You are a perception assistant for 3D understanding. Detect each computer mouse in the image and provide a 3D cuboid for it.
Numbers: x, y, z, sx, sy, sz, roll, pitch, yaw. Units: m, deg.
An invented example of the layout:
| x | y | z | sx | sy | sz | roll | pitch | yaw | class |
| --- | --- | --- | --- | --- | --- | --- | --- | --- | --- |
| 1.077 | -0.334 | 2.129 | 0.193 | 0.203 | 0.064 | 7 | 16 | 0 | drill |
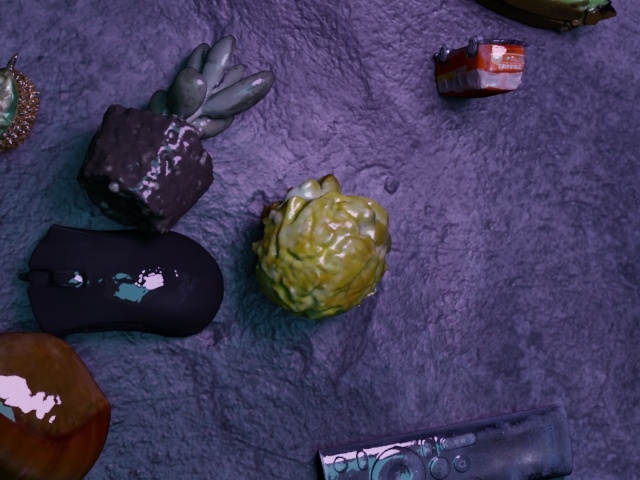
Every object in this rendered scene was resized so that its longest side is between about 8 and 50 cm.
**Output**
| x | y | z | sx | sy | sz | roll | pitch | yaw | class |
| --- | --- | --- | --- | --- | --- | --- | --- | --- | --- |
| -0.250 | 0.052 | 1.213 | 0.264 | 0.088 | 0.147 | 0 | 84 | -13 | computer mouse |

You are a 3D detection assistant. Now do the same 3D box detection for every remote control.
| x | y | z | sx | sy | sz | roll | pitch | yaw | class |
| --- | --- | --- | --- | --- | --- | --- | --- | --- | --- |
| 0.181 | 0.314 | 1.340 | 0.377 | 0.044 | 0.107 | -7 | 85 | -17 | remote control |

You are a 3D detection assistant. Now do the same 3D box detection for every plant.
| x | y | z | sx | sy | sz | roll | pitch | yaw | class |
| --- | --- | --- | --- | --- | --- | --- | --- | --- | --- |
| -0.185 | -0.145 | 1.209 | 0.146 | 0.149 | 0.275 | 31 | 71 | 14 | plant |

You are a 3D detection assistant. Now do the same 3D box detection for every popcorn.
| x | y | z | sx | sy | sz | roll | pitch | yaw | class |
| --- | --- | --- | --- | --- | --- | --- | --- | --- | --- |
| 0.000 | 0.000 | 1.250 | 0.197 | 0.198 | 0.213 | -7 | 63 | -16 | popcorn |

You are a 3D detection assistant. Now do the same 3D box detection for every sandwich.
| x | y | z | sx | sy | sz | roll | pitch | yaw | class |
| --- | --- | --- | --- | --- | --- | --- | --- | --- | --- |
| 0.283 | -0.429 | 1.381 | 0.292 | 0.109 | 0.212 | 8 | 78 | -18 | sandwich |

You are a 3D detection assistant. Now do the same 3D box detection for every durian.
| x | y | z | sx | sy | sz | roll | pitch | yaw | class |
| --- | --- | --- | --- | --- | --- | --- | --- | --- | --- |
| -0.393 | -0.164 | 1.185 | 0.110 | 0.071 | 0.140 | 30 | 95 | 25 | durian |

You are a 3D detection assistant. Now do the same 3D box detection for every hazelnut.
| x | y | z | sx | sy | sz | roll | pitch | yaw | class |
| --- | --- | --- | --- | --- | --- | --- | --- | --- | --- |
| -0.361 | 0.205 | 1.131 | 0.210 | 0.210 | 0.186 | 12 | 60 | -15 | hazelnut |

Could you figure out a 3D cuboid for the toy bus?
| x | y | z | sx | sy | sz | roll | pitch | yaw | class |
| --- | --- | --- | --- | --- | --- | --- | --- | --- | --- |
| 0.221 | -0.238 | 1.316 | 0.079 | 0.174 | 0.077 | 1 | 95 | -16 | toy bus |
